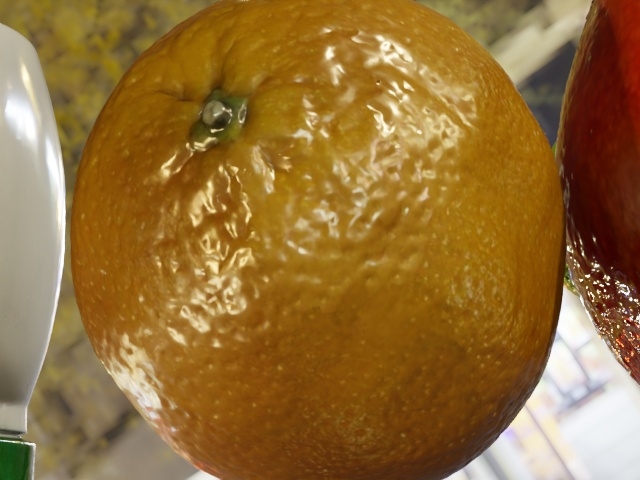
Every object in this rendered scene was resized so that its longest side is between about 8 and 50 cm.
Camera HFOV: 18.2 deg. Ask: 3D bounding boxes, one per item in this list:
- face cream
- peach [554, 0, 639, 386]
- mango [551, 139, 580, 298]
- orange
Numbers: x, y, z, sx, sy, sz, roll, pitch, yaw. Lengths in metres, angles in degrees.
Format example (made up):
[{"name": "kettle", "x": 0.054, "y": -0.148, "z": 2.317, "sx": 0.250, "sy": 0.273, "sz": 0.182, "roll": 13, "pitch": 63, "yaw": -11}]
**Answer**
[{"name": "face cream", "x": -0.310, "y": 0.020, "z": 1.498, "sx": 0.219, "sy": 0.357, "sz": 0.312, "roll": 7, "pitch": -9, "yaw": -21}, {"name": "peach", "x": 0.299, "y": -0.049, "z": 1.056, "sx": 0.388, "sy": 0.388, "sz": 0.388, "roll": -32, "pitch": -9, "yaw": -6}, {"name": "mango", "x": 0.211, "y": -0.029, "z": 1.418, "sx": 0.100, "sy": 0.119, "sz": 0.178, "roll": -29, "pitch": 34, "yaw": 44}, {"name": "orange", "x": 0.000, "y": 0.000, "z": 0.975, "sx": 0.264, "sy": 0.264, "sz": 0.264, "roll": -32, "pitch": -9, "yaw": -6}]
